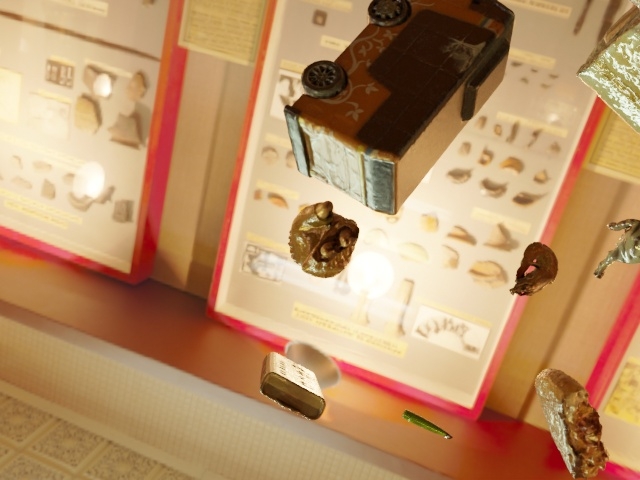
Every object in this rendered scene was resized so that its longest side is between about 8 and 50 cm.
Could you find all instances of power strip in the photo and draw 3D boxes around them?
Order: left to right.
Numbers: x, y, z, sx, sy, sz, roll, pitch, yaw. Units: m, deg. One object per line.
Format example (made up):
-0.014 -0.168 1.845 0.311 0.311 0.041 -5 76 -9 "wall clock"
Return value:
-0.045 0.209 0.936 0.092 0.034 0.268 28 175 -2 "power strip"

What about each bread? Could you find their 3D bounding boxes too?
0.639 -0.271 1.027 0.341 0.210 0.300 44 178 6 "bread"

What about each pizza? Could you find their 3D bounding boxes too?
0.634 0.455 1.591 0.114 0.409 0.277 -24 -125 6 "pizza"

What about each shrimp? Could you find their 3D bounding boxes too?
0.471 0.070 1.398 0.190 0.042 0.101 -33 -90 -35 "shrimp"

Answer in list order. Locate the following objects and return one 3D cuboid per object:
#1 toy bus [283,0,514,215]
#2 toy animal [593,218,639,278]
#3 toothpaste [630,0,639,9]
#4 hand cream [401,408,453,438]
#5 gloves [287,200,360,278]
0.117 -0.212 0.884 0.194 0.162 0.323 32 -110 22 "toy bus"
0.572 0.058 1.003 0.255 0.170 0.090 30 -118 30 "toy animal"
0.444 -0.286 0.686 0.078 0.047 0.248 45 171 -10 "toothpaste"
0.248 0.430 1.456 0.122 0.023 0.036 27 165 5 "hand cream"
0.012 -0.001 1.664 0.155 0.203 0.356 -3 -178 -13 "gloves"
